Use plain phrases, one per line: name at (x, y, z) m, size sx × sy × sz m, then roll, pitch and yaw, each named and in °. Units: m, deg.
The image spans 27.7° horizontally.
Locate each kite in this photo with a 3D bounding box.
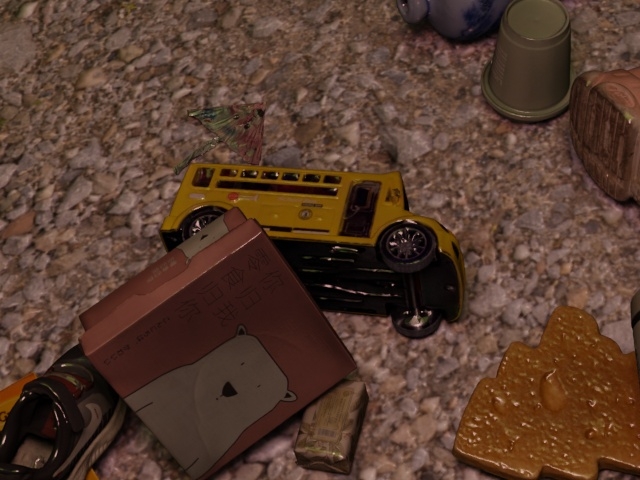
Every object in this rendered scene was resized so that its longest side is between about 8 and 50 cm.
kite at (-0.125, -0.131, 1.643) m, size 0.156 × 0.011 × 0.139 m, roll -39°, pitch 57°, yaw -18°

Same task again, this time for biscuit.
biscuit at (0.246, 0.179, 1.352) m, size 0.238 × 0.041 × 0.212 m, roll -21°, pitch 60°, yaw -8°

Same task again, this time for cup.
cup at (0.253, -0.224, 1.569) m, size 0.120 × 0.141 × 0.120 m, roll -3°, pitch 53°, yaw 5°

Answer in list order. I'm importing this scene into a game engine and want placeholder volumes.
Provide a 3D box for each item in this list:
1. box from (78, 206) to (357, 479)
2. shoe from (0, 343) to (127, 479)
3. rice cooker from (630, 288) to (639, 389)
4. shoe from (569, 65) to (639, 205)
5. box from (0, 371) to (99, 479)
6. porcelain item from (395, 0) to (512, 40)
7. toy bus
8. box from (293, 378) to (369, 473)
box at (-0.107, 0.104, 1.330) m, size 0.215 × 0.215 × 0.086 m, roll -36°, pitch 32°, yaw -3°
shoe at (-0.272, 0.187, 1.331) m, size 0.099 × 0.112 × 0.228 m, roll 13°, pitch 57°, yaw 13°
rice cooker at (0.412, 0.123, 1.247) m, size 0.226 × 0.226 × 0.244 m, roll -6°, pitch 69°, yaw 4°
shoe at (0.443, -0.089, 1.429) m, size 0.198 × 0.172 × 0.351 m, roll -26°, pitch 59°, yaw -15°
box at (-0.306, 0.278, 1.363) m, size 0.152 × 0.043 × 0.269 m, roll -29°, pitch 56°, yaw -16°
porcelain item at (0.224, -0.338, 1.662) m, size 0.259 × 0.141 × 0.141 m, roll -17°, pitch 54°, yaw -13°
toy bus at (0.000, 0.000, 1.449) m, size 0.331 × 0.145 × 0.151 m, roll 4°, pitch 53°, yaw 13°
box at (0.011, 0.194, 1.374) m, size 0.062 × 0.045 × 0.098 m, roll 9°, pitch 56°, yaw 16°
